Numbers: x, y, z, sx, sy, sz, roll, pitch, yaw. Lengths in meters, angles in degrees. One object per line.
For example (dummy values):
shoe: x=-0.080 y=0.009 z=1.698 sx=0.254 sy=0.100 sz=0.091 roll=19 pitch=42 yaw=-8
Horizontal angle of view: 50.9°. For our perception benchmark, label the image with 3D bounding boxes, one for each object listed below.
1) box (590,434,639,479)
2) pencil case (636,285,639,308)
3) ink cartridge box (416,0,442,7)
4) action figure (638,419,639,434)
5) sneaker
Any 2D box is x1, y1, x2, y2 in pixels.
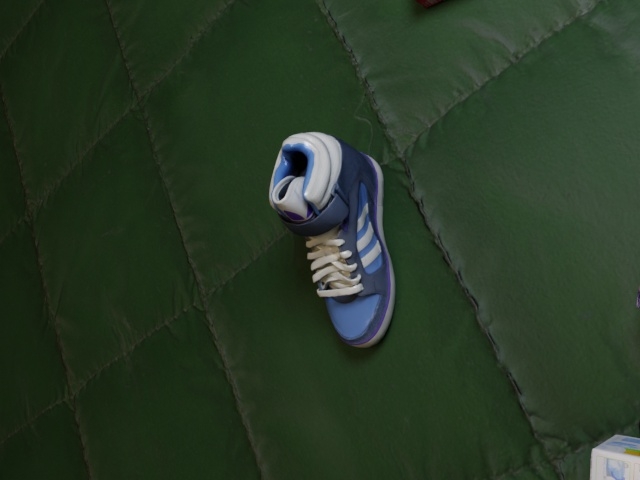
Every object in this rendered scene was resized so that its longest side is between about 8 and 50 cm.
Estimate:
box: x=0.413 y=0.290 z=0.736 sx=0.203 sy=0.114 sz=0.103 roll=1 pitch=86 yaw=36
pencil case: x=0.443 y=-0.050 z=0.753 sx=0.124 sy=0.124 sz=0.284 roll=13 pitch=94 yaw=37
ink cartridge box: x=0.204 y=-0.434 z=1.007 sx=0.150 sy=0.063 sz=0.109 roll=-13 pitch=77 yaw=35
action figure: x=0.474 y=0.150 z=0.677 sx=0.285 sy=0.099 sz=0.185 roll=-25 pitch=33 yaw=-3
sneaker: x=0.000 y=0.000 z=1.003 sx=0.130 sy=0.236 sz=0.323 roll=-6 pitch=81 yaw=37
